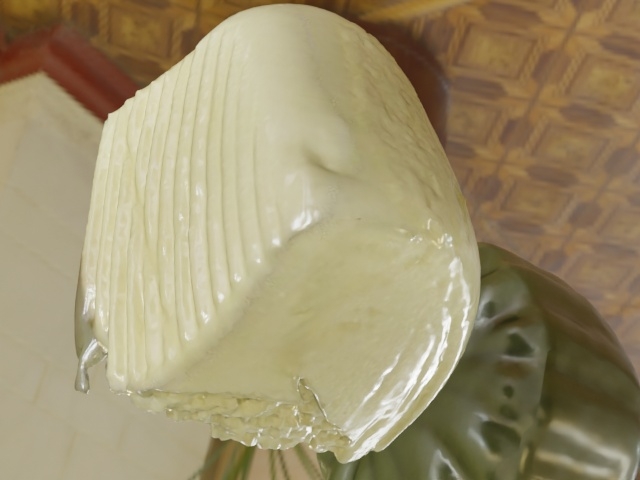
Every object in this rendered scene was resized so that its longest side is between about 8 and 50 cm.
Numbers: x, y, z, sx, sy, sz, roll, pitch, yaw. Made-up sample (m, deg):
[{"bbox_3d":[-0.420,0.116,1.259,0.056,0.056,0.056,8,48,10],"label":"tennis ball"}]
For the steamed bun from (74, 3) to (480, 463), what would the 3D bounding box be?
[{"bbox_3d":[0.000,0.000,0.899,0.272,0.290,0.273,19,136,-41],"label":"steamed bun"}]

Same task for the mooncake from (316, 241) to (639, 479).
[{"bbox_3d":[0.145,0.185,1.237,0.187,0.351,0.351,25,149,-33],"label":"mooncake"}]
